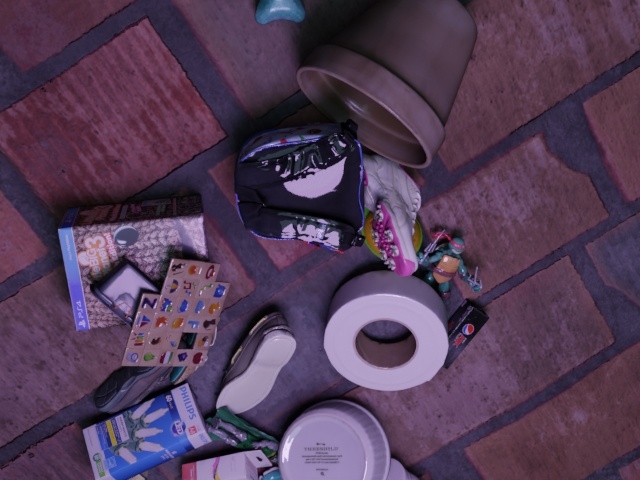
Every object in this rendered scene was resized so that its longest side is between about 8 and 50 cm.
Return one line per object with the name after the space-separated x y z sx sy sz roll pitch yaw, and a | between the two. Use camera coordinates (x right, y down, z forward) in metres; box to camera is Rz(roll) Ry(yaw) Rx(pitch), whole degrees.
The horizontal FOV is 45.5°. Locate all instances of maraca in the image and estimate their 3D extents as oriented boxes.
0.146 -0.033 1.725 0.127 0.099 0.185 -45 87 -6 | maraca

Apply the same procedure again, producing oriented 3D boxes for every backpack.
-0.049 -0.125 1.588 0.264 0.213 0.276 -6 113 -7 | backpack

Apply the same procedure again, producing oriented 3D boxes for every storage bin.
-0.381 0.107 1.534 0.091 0.098 0.135 -47 111 -3 | storage bin

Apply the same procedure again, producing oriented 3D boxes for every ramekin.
0.024 0.515 1.806 0.273 0.127 0.272 -3 79 17 | ramekin

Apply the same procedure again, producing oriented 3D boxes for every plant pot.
0.161 -0.347 1.525 0.323 0.323 0.280 38 83 -20 | plant pot

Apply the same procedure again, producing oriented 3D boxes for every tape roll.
0.153 0.212 1.762 0.287 0.100 0.286 3 121 5 | tape roll

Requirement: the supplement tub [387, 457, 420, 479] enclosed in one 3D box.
0.198 0.733 1.930 0.236 0.235 0.324 -31 112 2 | supplement tub

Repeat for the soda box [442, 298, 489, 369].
0.334 0.229 1.871 0.060 0.053 0.169 34 101 -20 | soda box

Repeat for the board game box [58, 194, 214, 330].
-0.384 0.044 1.632 0.291 0.141 0.231 -7 110 -8 | board game box

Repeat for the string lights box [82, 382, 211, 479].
-0.398 0.449 1.759 0.260 0.133 0.076 -24 147 -8 | string lights box

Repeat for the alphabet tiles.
-0.288 0.150 1.563 0.198 0.009 0.237 9 104 -43 | alphabet tiles

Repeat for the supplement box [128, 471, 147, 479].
-0.461 0.543 1.828 0.056 0.083 0.083 -42 111 6 | supplement box

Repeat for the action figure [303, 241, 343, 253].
0.000 0.000 1.745 0.115 0.030 0.038 17 100 -10 | action figure

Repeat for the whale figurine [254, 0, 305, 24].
-0.082 -0.554 1.471 0.217 0.141 0.271 -4 111 -9 | whale figurine

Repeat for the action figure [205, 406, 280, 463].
-0.177 0.489 1.856 0.232 0.063 0.137 32 129 -29 | action figure

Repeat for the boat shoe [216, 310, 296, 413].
-0.156 0.291 1.782 0.109 0.091 0.305 17 125 -30 | boat shoe

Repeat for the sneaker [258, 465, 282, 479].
-0.048 0.674 1.934 0.107 0.110 0.275 -39 110 5 | sneaker

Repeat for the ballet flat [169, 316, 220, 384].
-0.284 0.249 1.765 0.067 0.073 0.206 15 110 -30 | ballet flat

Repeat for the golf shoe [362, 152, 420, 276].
0.167 -0.068 1.630 0.140 0.306 0.115 -10 153 -16 | golf shoe

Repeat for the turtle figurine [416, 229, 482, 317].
0.290 0.073 1.776 0.175 0.118 0.234 21 121 -1 | turtle figurine

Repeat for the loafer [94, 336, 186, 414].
-0.402 0.308 1.764 0.268 0.096 0.084 -39 131 12 | loafer

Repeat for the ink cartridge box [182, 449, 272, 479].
-0.222 0.572 1.849 0.198 0.067 0.115 -14 143 6 | ink cartridge box
